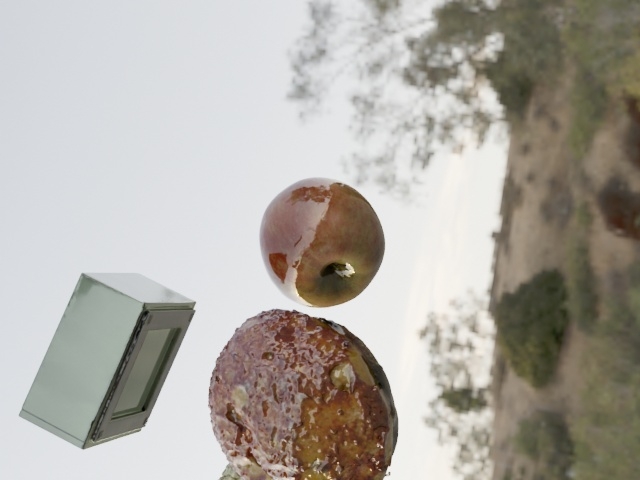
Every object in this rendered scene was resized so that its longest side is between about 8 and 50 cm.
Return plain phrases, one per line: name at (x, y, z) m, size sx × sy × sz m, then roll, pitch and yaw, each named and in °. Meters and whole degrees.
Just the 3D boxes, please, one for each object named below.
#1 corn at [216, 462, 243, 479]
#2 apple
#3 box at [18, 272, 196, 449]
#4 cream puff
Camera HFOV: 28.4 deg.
corn at (-0.119, 0.352, 1.635) m, size 0.211 × 0.087 × 0.087 m, roll -50°, pitch -20°, yaw -8°
apple at (0.000, 0.000, 1.893) m, size 0.174 × 0.188 × 0.188 m, roll -108°, pitch 11°, yaw -48°
box at (-0.302, 0.171, 1.853) m, size 0.225 × 0.117 × 0.225 m, roll -66°, pitch -12°, yaw 4°
cream puff at (-0.024, 0.196, 1.397) m, size 0.164 × 0.240 × 0.240 m, roll -30°, pitch -50°, yaw -52°
